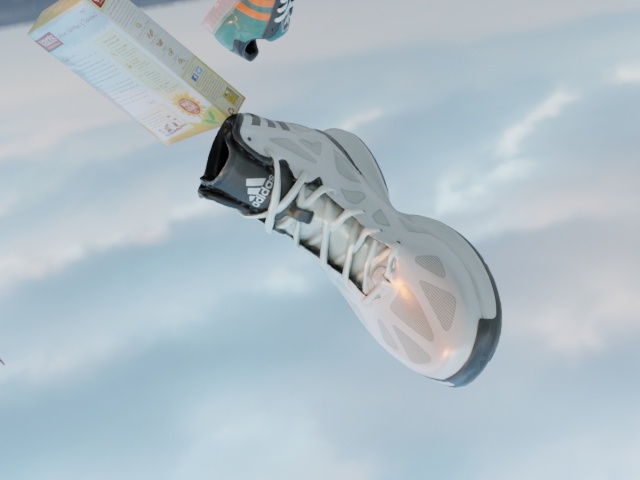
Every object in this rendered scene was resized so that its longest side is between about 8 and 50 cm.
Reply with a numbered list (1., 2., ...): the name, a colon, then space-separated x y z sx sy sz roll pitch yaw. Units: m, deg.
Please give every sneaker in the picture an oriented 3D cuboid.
1. sneaker: -0.001 0.001 1.278 0.257 0.169 0.447 10 -151 -40
2. sneaker: -0.079 -0.415 1.865 0.302 0.121 0.108 -38 -168 48

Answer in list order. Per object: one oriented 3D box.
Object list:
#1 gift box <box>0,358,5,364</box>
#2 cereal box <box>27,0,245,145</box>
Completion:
1. gift box: -0.506 0.101 1.227 0.258 0.276 0.255 -45 166 -19
2. cereal box: -0.234 -0.220 1.407 0.173 0.240 0.047 -9 -131 52
